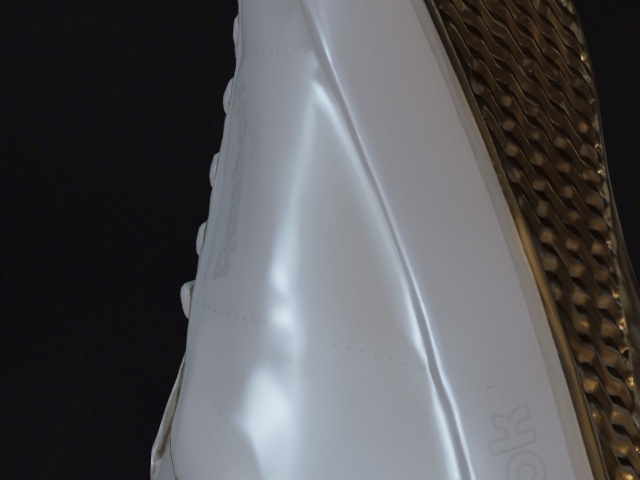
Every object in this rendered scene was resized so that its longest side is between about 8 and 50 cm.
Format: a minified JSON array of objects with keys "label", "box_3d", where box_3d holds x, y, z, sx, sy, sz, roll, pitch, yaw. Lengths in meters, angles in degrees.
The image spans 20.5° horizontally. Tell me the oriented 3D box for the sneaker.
[{"label":"sneaker","box_3d":[0.000,0.000,0.397,0.123,0.290,0.106,-26,-30,27]}]
